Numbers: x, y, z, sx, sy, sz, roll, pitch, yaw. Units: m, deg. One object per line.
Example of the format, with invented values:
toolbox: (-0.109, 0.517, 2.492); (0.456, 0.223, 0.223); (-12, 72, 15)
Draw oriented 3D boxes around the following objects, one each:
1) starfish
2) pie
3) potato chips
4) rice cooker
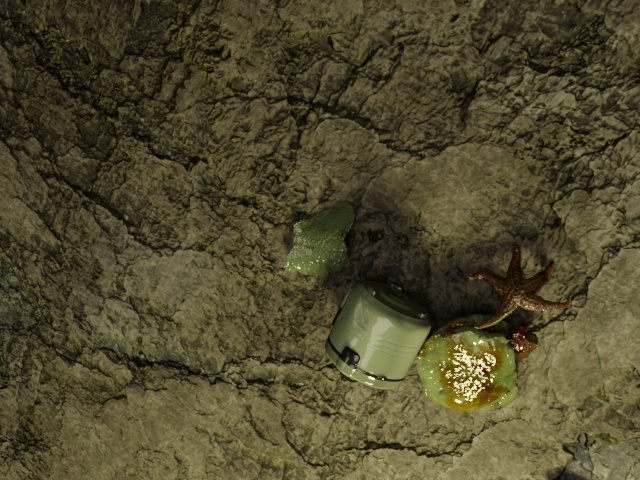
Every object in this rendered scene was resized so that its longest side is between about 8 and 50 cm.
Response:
starfish: (0.442, 0.118, 1.399); (0.213, 0.057, 0.238); (35, 72, 32)
pie: (0.361, 0.295, 1.478); (0.257, 0.105, 0.275); (10, 117, -3)
potato chips: (0.005, -0.002, 1.566); (0.167, 0.059, 0.228); (24, 109, 22)
rice cooker: (0.134, 0.231, 1.492); (0.226, 0.226, 0.244); (25, 103, 11)
